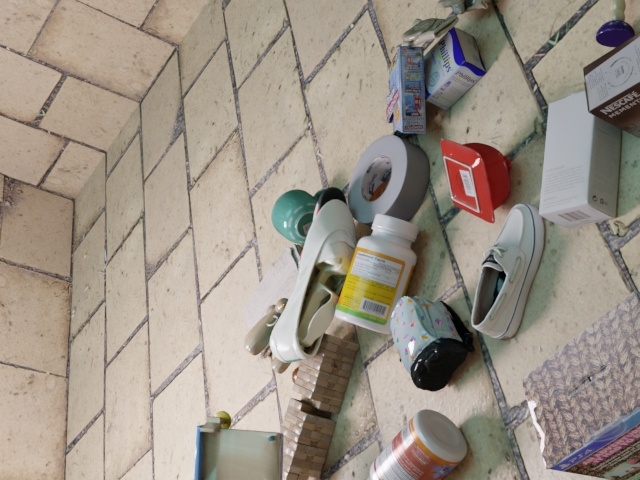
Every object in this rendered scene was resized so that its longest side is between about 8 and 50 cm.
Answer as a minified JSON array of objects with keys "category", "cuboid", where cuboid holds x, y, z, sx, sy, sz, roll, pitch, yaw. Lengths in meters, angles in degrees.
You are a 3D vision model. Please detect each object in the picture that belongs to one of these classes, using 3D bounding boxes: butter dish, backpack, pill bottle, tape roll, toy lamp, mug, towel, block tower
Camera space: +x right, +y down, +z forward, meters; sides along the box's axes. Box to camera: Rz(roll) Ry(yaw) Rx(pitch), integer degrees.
[{"category":"butter dish","cuboid":[0.331,-0.136,1.845,0.160,0.118,0.160,38,147,59]},{"category":"backpack","cuboid":[0.215,0.192,1.834,0.152,0.115,0.182,-54,32,29]},{"category":"pill bottle","cuboid":[0.173,0.436,1.756,0.216,0.121,0.121,-54,35,26]},{"category":"tape roll","cuboid":[0.158,-0.134,2.146,0.219,0.072,0.219,-35,46,45]},{"category":"pill bottle","cuboid":[0.132,0.072,2.008,0.136,0.136,0.245,15,86,59]},{"category":"toy lamp","cuboid":[0.563,-0.500,1.718,0.080,0.080,0.274,-12,66,55]},{"category":"mug","cuboid":[-0.044,-0.069,2.368,0.097,0.129,0.157,39,106,54]},{"category":"towel","cuboid":[-0.114,0.158,2.429,0.282,0.049,0.187,-57,33,21]},{"category":"block tower","cuboid":[-0.015,0.382,2.109,0.097,0.091,0.335,12,82,58]}]

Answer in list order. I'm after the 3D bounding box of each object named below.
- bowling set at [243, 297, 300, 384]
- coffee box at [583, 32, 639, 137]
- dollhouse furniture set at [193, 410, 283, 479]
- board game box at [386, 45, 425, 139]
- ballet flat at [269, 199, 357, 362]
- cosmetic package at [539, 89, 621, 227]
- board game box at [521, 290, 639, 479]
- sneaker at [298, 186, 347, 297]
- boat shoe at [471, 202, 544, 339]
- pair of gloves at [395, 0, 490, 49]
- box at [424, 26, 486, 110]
[{"category":"bowling set","cuboid":[-0.073,0.246,2.236,0.154,0.200,0.287,-52,5,-4]},{"category":"coffee box","cuboid":[0.577,-0.283,1.509,0.246,0.141,0.098,-31,49,46]},{"category":"dollhouse furniture set","cuboid":[-0.107,0.530,2.014,0.286,0.198,0.303,-2,85,20]},{"category":"board game box","cuboid":[0.194,-0.317,2.117,0.194,0.060,0.194,119,149,-69]},{"category":"ballet flat","cuboid":[0.011,0.097,2.082,0.139,0.139,0.400,2,66,58]},{"category":"cosmetic package","cuboid":[0.472,-0.149,1.654,0.117,0.085,0.231,-14,60,54]},{"category":"board game box","cuboid":[0.468,0.215,1.233,0.232,0.291,0.141,-50,36,40]},{"category":"sneaker","cuboid":[-0.001,0.001,2.241,0.145,0.090,0.270,13,108,61]},{"category":"boat shoe","cuboid":[0.345,0.050,1.733,0.096,0.088,0.267,11,83,59]},{"category":"pair of gloves","cuboid":[0.295,-0.512,2.079,0.240,0.042,0.204,-40,22,-18]},{"category":"box","cuboid":[0.294,-0.391,2.077,0.137,0.072,0.126,-44,41,36]}]
